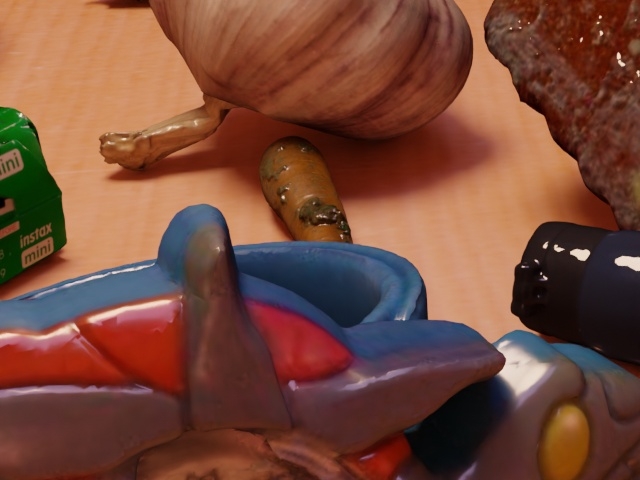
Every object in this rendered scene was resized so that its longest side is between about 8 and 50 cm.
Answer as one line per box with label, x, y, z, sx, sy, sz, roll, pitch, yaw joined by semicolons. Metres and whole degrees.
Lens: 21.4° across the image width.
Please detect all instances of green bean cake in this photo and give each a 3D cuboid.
green bean cake;0.225;-0.110;1.006;0.097;0.198;0.232;22;27;-51

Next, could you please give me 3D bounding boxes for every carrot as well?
carrot;0.000;0.000;1.041;0.049;0.049;0.254;-9;31;-8

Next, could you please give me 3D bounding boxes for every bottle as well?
bottle;0.217;0.040;0.879;0.244;0.072;0.082;13;20;32

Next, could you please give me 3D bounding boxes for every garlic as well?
garlic;-0.050;-0.132;1.179;0.253;0.245;0.245;-44;30;3

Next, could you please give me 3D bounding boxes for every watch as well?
watch;-0.024;0.083;0.691;0.305;0.241;0.274;-13;14;-17

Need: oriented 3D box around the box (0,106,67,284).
box;-0.305;-0.028;1.079;0.250;0.103;0.180;13;31;35
